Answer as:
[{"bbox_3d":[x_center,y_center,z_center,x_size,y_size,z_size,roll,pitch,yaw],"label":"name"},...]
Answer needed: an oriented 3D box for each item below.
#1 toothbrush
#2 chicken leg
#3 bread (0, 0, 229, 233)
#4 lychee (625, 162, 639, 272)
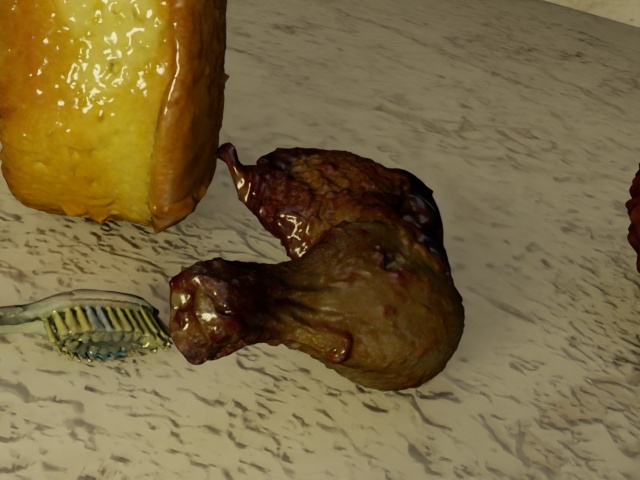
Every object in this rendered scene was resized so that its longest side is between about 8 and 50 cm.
[{"bbox_3d":[-0.255,0.051,0.444,0.414,0.035,0.042,-2,31,-36],"label":"toothbrush"},{"bbox_3d":[0.010,0.008,0.595,0.177,0.083,0.322,31,22,-11],"label":"chicken leg"},{"bbox_3d":[-0.131,-0.131,0.678,0.146,0.268,0.268,3,24,-4],"label":"bread"},{"bbox_3d":[0.367,-0.032,0.735,0.304,0.276,0.275,43,17,-17],"label":"lychee"}]
